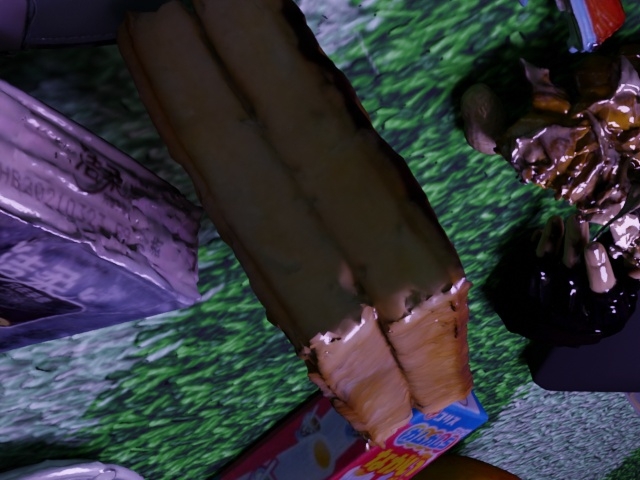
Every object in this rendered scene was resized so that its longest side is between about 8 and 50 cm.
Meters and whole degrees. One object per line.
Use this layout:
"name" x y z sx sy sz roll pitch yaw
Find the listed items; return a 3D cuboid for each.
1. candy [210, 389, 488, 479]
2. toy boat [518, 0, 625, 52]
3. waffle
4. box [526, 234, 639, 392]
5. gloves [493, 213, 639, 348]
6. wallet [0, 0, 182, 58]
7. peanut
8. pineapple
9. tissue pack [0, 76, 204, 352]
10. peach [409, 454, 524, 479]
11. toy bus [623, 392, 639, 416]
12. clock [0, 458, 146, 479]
"candy" 0.025 0.241 1.073 0.306 0.100 0.157 -41 147 11
"toy boat" 0.162 -0.178 0.648 0.058 0.069 0.173 -20 152 21
"waffle" -0.001 0.001 0.564 0.091 0.213 0.308 -31 161 -3
"box" 0.430 0.096 1.188 0.289 0.073 0.289 3 138 -14
"gloves" 0.256 0.044 0.978 0.164 0.124 0.203 -10 166 9
"wallet" -0.151 -0.143 0.414 0.230 0.069 0.170 -7 158 -32
"peanut" 0.129 -0.094 0.764 0.037 0.037 0.083 -34 154 2
"pineapple" 0.270 -0.069 0.792 0.161 0.158 0.334 -46 149 15
"tissue pack" -0.201 0.007 0.488 0.235 0.073 0.173 -15 153 25
"peach" 0.150 0.415 1.269 0.308 0.288 0.289 -53 154 -20
"toy bus" 0.541 0.156 1.408 0.092 0.106 0.268 -8 139 -34
"clock" -0.272 0.256 0.870 0.236 0.053 0.236 -21 145 -16
